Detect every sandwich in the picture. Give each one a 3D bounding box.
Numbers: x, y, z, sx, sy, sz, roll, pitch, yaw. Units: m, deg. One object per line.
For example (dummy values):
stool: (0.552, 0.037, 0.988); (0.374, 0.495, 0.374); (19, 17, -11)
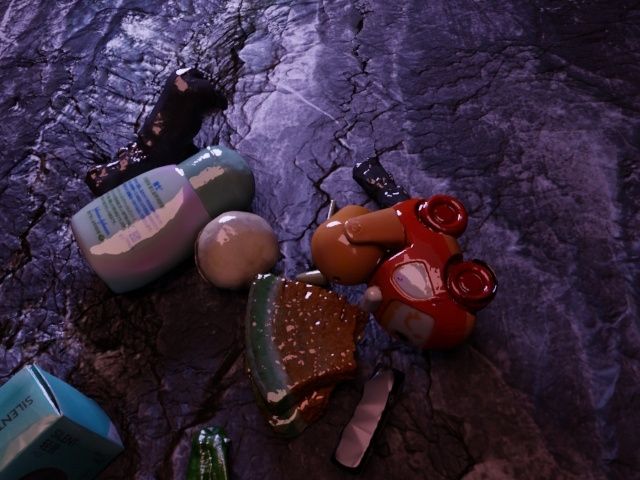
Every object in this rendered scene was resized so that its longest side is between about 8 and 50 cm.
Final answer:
sandwich: (-0.034, 0.171, 0.940); (0.212, 0.109, 0.292); (5, 58, 14)

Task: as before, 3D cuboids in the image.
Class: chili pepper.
chili pepper: (-0.155, 0.393, 0.838); (0.100, 0.074, 0.257); (-17, 55, -1)

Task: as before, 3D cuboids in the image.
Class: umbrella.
umbrella: (0.143, -0.071, 1.098); (0.066, 0.059, 0.236); (-40, 59, 9)

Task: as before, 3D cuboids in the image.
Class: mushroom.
mushroom: (-0.153, 0.021, 1.056); (0.154, 0.122, 0.154); (3, 82, -22)

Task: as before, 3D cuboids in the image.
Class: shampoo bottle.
shampoo bottle: (-0.288, -0.058, 1.113); (0.349, 0.151, 0.222); (-33, 52, -11)

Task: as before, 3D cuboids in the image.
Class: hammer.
hammer: (0.000, 0.000, 1.101); (0.060, 0.028, 0.195); (0, 54, 18)

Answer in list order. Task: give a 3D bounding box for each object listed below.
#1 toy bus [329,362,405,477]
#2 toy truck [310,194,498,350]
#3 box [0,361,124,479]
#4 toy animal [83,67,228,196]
toy bus: (0.075, 0.274, 0.874); (0.057, 0.072, 0.172); (21, 61, 21)
toy truck: (0.118, 0.055, 0.905); (0.239, 0.189, 0.265); (-11, 62, -13)
box: (-0.475, 0.357, 0.844); (0.118, 0.205, 0.311); (37, 70, 27)
toy animal: (-0.335, -0.209, 1.216); (0.106, 0.168, 0.343); (34, 83, 26)
